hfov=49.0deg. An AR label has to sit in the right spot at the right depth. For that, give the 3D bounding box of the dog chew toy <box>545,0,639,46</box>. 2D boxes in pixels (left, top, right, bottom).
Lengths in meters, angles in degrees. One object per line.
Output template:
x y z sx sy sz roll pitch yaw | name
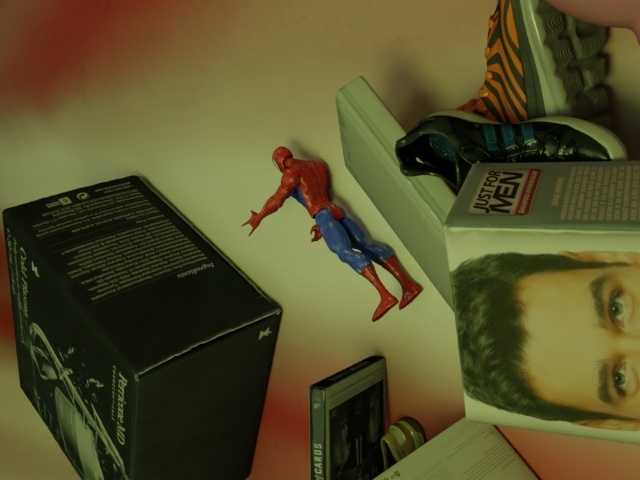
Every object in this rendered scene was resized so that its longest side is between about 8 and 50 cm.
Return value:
0.279 -0.189 0.458 0.332 0.206 0.207 45 138 5 | dog chew toy

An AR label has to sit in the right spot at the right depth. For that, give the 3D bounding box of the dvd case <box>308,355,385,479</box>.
0.039 0.291 0.943 0.029 0.179 0.239 1 95 29 | dvd case

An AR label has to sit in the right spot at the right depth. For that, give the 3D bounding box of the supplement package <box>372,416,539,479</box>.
0.165 0.354 0.841 0.203 0.194 0.149 51 140 24 | supplement package

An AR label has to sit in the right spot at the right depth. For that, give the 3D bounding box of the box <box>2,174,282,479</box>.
-0.353 0.213 1.335 0.471 0.297 0.480 38 133 32 | box

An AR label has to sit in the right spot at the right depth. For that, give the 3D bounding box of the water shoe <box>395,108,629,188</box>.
0.152 -0.062 0.592 0.203 0.080 0.073 17 130 47 | water shoe

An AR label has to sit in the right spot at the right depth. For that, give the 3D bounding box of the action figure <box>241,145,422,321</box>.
0.000 0.000 0.961 0.280 0.091 0.139 56 130 17 | action figure

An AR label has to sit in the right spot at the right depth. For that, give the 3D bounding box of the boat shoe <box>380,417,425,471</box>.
0.115 0.350 1.000 0.068 0.072 0.190 1 107 51 | boat shoe

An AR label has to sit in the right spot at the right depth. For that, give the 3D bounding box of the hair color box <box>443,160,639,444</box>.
0.287 0.047 0.484 0.374 0.114 0.186 2 121 25 | hair color box

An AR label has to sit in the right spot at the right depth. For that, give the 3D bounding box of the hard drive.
0.123 -0.013 0.772 0.308 0.040 0.203 55 174 18 | hard drive

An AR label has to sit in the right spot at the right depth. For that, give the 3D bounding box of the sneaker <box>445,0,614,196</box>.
0.167 -0.150 0.666 0.180 0.124 0.321 4 109 49 | sneaker
